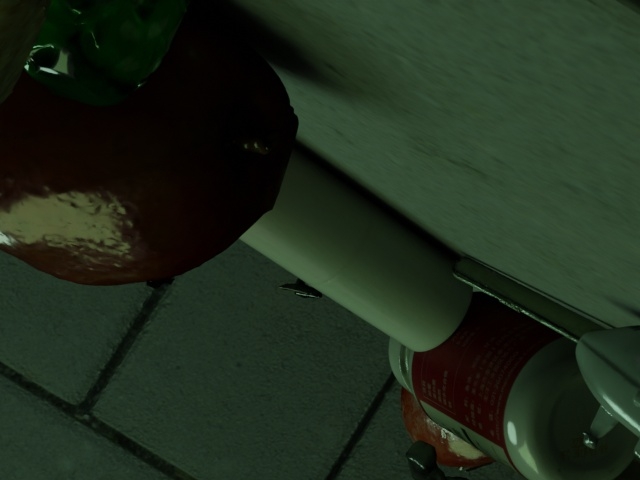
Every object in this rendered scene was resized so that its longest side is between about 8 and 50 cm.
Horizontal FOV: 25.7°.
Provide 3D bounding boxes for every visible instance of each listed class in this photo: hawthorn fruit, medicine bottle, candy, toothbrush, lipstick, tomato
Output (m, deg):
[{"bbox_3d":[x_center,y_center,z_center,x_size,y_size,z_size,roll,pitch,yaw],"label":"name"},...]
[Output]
[{"bbox_3d":[-0.106,-0.057,0.779,0.202,0.185,0.185,7,163,31],"label":"hawthorn fruit"},{"bbox_3d":[0.160,0.119,1.198,0.131,0.131,0.250,33,175,-26],"label":"medicine bottle"},{"bbox_3d":[-0.076,-0.123,0.553,0.097,0.097,0.323,32,167,-12],"label":"candy"},{"bbox_3d":[0.203,0.071,1.048,0.294,0.026,0.028,27,156,46],"label":"toothbrush"},{"bbox_3d":[-0.018,-0.021,1.135,0.327,0.087,0.087,34,175,-29],"label":"lipstick"},{"bbox_3d":[0.177,0.152,1.430,0.187,0.151,0.187,-10,168,-2],"label":"tomato"}]

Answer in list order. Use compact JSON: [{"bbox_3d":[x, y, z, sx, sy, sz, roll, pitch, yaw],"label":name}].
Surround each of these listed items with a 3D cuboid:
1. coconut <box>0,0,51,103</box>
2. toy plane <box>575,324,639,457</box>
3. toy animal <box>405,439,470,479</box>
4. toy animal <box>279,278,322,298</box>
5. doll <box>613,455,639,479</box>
[{"bbox_3d":[-0.204,-0.116,0.512,0.197,0.237,0.237,-8,-159,-33],"label":"coconut"},{"bbox_3d":[0.249,0.127,0.852,0.255,0.101,0.251,28,-174,42],"label":"toy plane"},{"bbox_3d":[0.230,0.268,1.224,0.343,0.106,0.168,9,139,21],"label":"toy animal"},{"bbox_3d":[0.000,0.000,1.244,0.062,0.108,0.220,-10,158,40],"label":"toy animal"},{"bbox_3d":[0.322,0.201,1.275,0.278,0.149,0.175,7,122,42],"label":"doll"}]
